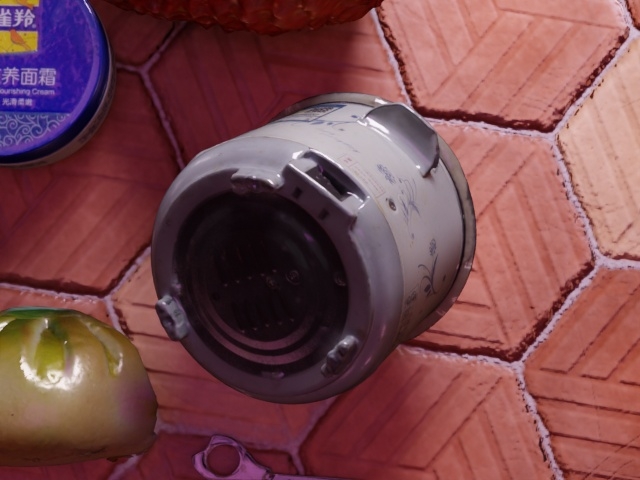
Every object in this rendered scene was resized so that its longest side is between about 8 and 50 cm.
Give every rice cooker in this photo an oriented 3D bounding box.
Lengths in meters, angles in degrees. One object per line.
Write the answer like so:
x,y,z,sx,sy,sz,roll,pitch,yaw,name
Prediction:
0.000,0.000,1.045,0.264,0.316,0.317,36,87,11,rice cooker

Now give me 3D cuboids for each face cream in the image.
-0.315,-0.177,1.125,0.205,0.111,0.206,0,87,-2,face cream

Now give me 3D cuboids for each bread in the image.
-0.291,0.147,1.092,0.260,0.156,0.158,-1,90,-2,bread

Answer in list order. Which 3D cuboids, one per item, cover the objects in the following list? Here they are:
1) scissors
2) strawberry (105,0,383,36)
-0.044,0.257,1.166,0.189,0.015,0.100,2,86,-3,scissors
-0.094,-0.352,1.070,0.351,0.267,0.312,-5,118,14,strawberry
